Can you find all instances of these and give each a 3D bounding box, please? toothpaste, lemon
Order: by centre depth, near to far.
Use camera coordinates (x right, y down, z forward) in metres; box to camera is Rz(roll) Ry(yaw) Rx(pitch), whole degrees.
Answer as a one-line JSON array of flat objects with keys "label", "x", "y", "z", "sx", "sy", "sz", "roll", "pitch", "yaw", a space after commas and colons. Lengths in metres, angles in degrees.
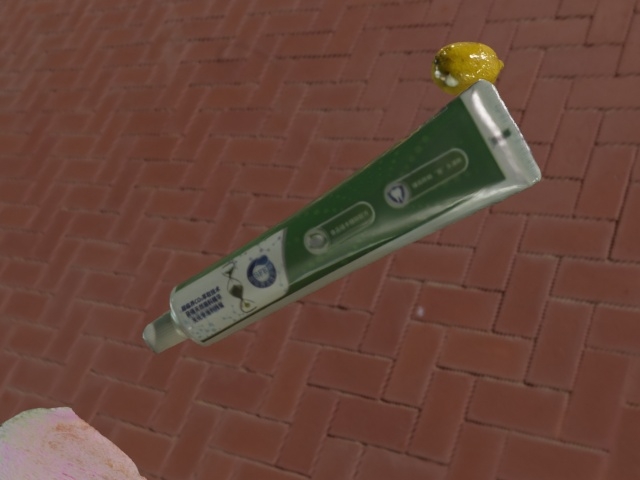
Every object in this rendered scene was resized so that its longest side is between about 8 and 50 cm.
[{"label": "toothpaste", "x": 0.000, "y": 0.000, "z": 0.775, "sx": 0.392, "sy": 0.061, "sz": 0.099, "roll": -30, "pitch": 87, "yaw": 14}, {"label": "lemon", "x": 0.216, "y": -0.251, "z": 1.284, "sx": 0.110, "sy": 0.082, "sz": 0.082, "roll": -1, "pitch": 51, "yaw": -12}]

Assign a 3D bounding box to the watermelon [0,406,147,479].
[{"label": "watermelon", "x": -0.232, "y": 0.324, "z": 0.749, "sx": 0.319, "sy": 0.292, "sz": 0.222, "roll": 34, "pitch": 99, "yaw": 16}]
